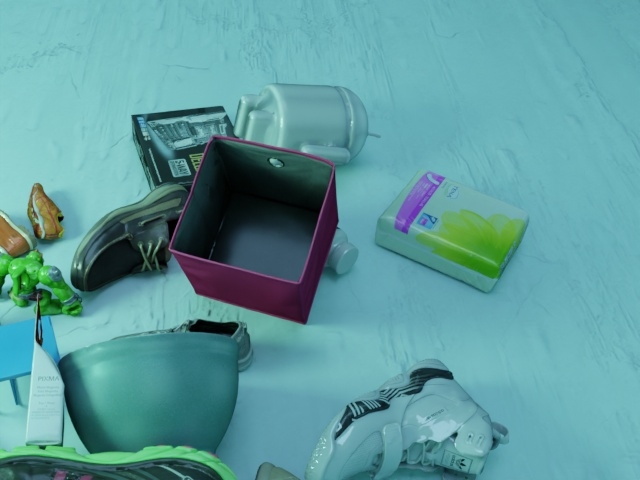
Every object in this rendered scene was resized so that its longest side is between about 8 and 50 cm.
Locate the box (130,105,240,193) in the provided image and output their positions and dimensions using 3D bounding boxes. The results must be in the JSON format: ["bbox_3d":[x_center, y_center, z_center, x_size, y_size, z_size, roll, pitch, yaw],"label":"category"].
[{"bbox_3d":[-0.315,-0.209,1.936,0.243,0.076,0.307,-9,44,-19],"label":"box"}]

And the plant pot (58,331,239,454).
[{"bbox_3d":[-0.267,0.282,1.278,0.293,0.293,0.196,-5,70,-13],"label":"plant pot"}]

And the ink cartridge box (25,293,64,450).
[{"bbox_3d":[-0.426,0.226,1.243,0.066,0.189,0.232,7,62,-14],"label":"ink cartridge box"}]

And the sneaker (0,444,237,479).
[{"bbox_3d":[-0.349,0.399,1.069,0.483,0.185,0.202,-7,29,-3],"label":"sneaker"}]

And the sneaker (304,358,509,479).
[{"bbox_3d":[0.157,0.347,1.331,0.366,0.137,0.210,-25,49,-39],"label":"sneaker"}]

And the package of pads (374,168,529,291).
[{"bbox_3d":[0.307,-0.031,1.813,0.297,0.101,0.229,25,46,18],"label":"package of pads"}]

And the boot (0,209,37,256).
[{"bbox_3d":[-0.690,-0.014,1.680,0.158,0.059,0.085,30,51,22],"label":"boot"}]

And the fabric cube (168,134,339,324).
[{"bbox_3d":[-0.115,-0.016,1.552,0.254,0.258,0.259,14,69,9],"label":"fabric cube"}]

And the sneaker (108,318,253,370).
[{"bbox_3d":[-0.266,0.185,1.474,0.282,0.115,0.105,-5,43,-13],"label":"sneaker"}]

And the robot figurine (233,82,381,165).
[{"bbox_3d":[-0.031,-0.286,1.953,0.354,0.199,0.299,-2,45,-25],"label":"robot figurine"}]

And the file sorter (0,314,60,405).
[{"bbox_3d":[-0.551,0.227,1.395,0.170,0.104,0.118,-12,45,-21],"label":"file sorter"}]

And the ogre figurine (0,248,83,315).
[{"bbox_3d":[-0.566,0.085,1.541,0.197,0.118,0.097,27,45,19],"label":"ogre figurine"}]

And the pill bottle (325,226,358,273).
[{"bbox_3d":[0.000,0.000,1.736,0.169,0.094,0.094,36,49,29],"label":"pill bottle"}]

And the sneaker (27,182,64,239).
[{"bbox_3d":[-0.611,-0.061,1.753,0.067,0.064,0.175,3,43,-36],"label":"sneaker"}]

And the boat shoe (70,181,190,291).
[{"bbox_3d":[-0.370,-0.005,1.661,0.130,0.132,0.355,26,46,20],"label":"boat shoe"}]

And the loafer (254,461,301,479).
[{"bbox_3d":[-0.073,0.460,1.209,0.092,0.101,0.268,4,41,5],"label":"loafer"}]
